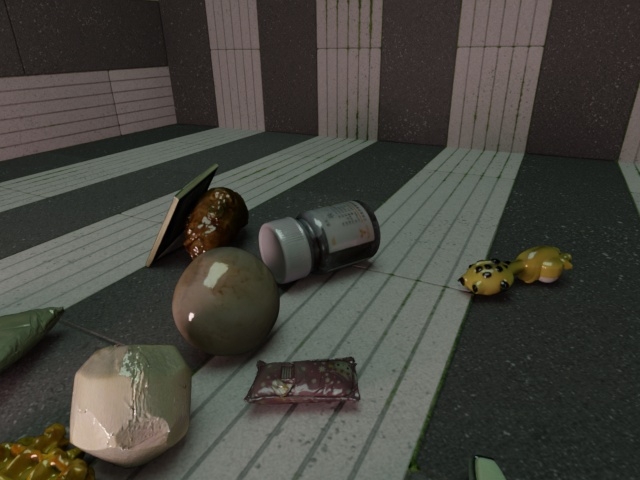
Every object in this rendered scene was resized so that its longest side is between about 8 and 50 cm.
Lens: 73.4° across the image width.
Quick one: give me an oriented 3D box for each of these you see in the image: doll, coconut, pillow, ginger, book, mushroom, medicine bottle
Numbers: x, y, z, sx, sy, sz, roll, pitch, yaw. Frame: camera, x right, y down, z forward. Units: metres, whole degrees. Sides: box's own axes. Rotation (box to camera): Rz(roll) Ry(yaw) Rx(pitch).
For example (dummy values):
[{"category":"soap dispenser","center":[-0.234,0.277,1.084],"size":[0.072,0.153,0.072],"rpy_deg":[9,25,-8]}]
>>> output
[{"category":"doll","center":[0.456,0.067,1.005],"size":[0.290,0.086,0.117],"rpy_deg":[-13,31,-19]},{"category":"coconut","center":[-0.260,0.229,0.596],"size":[0.160,0.162,0.161],"rpy_deg":[-4,-17,-1]},{"category":"pillow","center":[-0.652,0.211,0.750],"size":[0.280,0.076,0.274],"rpy_deg":[-6,22,4]},{"category":"ginger","center":[-0.297,-0.062,1.210],"size":[0.164,0.173,0.321],"rpy_deg":[7,24,3]},{"category":"pillow","center":[-0.027,0.234,0.713],"size":[0.184,0.043,0.118],"rpy_deg":[2,18,-1]},{"category":"book","center":[-0.388,-0.084,1.226],"size":[0.018,0.229,0.323],"rpy_deg":[29,23,-8]},{"category":"mushroom","center":[-0.183,0.129,0.820],"size":[0.206,0.209,0.206],"rpy_deg":[24,32,-15]},{"category":"medicine bottle","center":[0.000,0.000,1.071],"size":[0.273,0.165,0.165],"rpy_deg":[-14,28,-29]}]

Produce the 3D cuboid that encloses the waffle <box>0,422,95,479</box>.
[{"category":"waffle","center":[-0.393,0.332,0.482],"size":[0.259,0.069,0.293],"rpy_deg":[-11,28,-18]}]

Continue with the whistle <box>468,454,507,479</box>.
[{"category":"whistle","center":[0.200,0.333,0.456],"size":[0.113,0.077,0.236],"rpy_deg":[10,19,1]}]
